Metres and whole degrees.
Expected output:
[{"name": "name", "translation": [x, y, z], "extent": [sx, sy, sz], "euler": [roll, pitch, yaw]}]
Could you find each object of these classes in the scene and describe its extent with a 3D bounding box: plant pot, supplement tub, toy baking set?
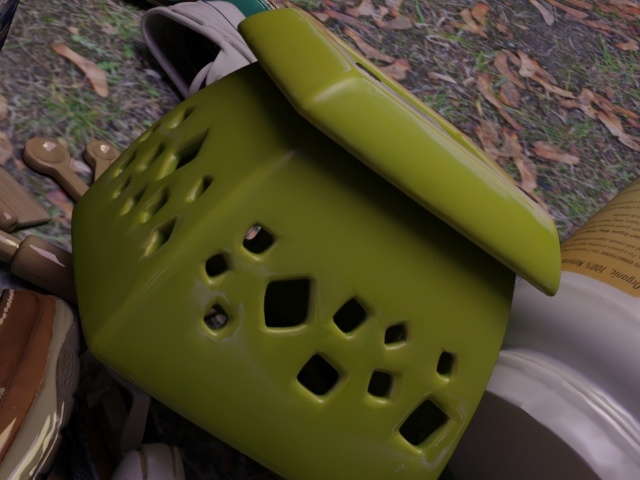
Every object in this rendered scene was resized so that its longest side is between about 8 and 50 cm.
[{"name": "plant pot", "translation": [0.000, 0.000, 0.847], "extent": [0.227, 0.207, 0.228], "euler": [34, 10, -23]}, {"name": "supplement tub", "translation": [0.248, 0.074, 0.921], "extent": [0.316, 0.228, 0.228], "euler": [-38, 68, -22]}, {"name": "toy baking set", "translation": [-0.133, -0.005, 1.004], "extent": [0.256, 0.030, 0.197], "euler": [29, 32, -1]}]

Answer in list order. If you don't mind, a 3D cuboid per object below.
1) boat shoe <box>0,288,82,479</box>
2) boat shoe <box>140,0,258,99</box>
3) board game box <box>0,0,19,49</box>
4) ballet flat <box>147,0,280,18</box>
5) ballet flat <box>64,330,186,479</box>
[{"name": "boat shoe", "translation": [-0.202, 0.129, 0.685], "extent": [0.120, 0.122, 0.324], "euler": [20, 33, -9]}, {"name": "boat shoe", "translation": [-0.071, -0.117, 1.165], "extent": [0.084, 0.095, 0.258], "euler": [-5, 35, -36]}, {"name": "board game box", "translation": [-0.345, -0.166, 1.031], "extent": [0.194, 0.060, 0.194], "euler": [24, 33, -7]}, {"name": "ballet flat", "translation": [-0.111, -0.232, 1.302], "extent": [0.206, 0.073, 0.067], "euler": [32, 18, -4]}, {"name": "ballet flat", "translation": [-0.112, 0.124, 0.813], "extent": [0.070, 0.070, 0.188], "euler": [1, 42, -37]}]
